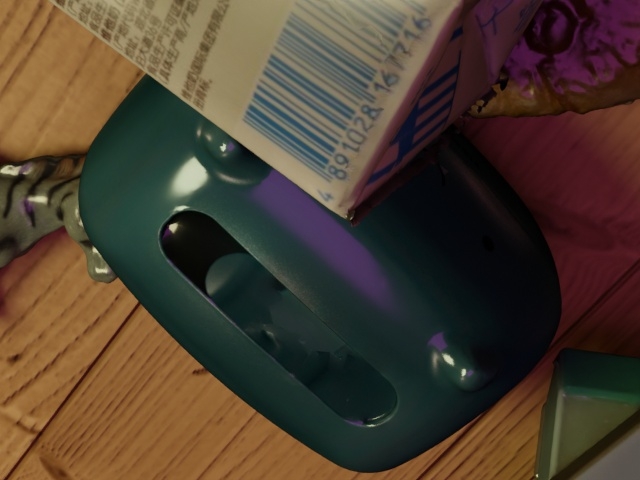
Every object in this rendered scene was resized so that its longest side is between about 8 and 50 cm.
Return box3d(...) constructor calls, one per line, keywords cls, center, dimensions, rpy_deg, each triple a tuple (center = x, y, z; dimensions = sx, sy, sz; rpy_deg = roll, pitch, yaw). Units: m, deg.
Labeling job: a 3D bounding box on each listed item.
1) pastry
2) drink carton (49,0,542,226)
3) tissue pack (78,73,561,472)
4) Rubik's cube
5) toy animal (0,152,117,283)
box3d(cls="pastry", center=(0.123, -0.162, 0.662), dimensions=(0.192, 0.093, 0.182), rpy_deg=(-1, 114, 19))
box3d(cls="drink carton", center=(-0.045, -0.179, 0.556), dimensions=(0.324, 0.194, 0.132), rpy_deg=(36, 127, 9))
box3d(cls="tissue pack", center=(0.000, 0.000, 0.700), dimensions=(0.198, 0.206, 0.287), rpy_deg=(-40, 101, 25))
box3d(cls="Rubik's cube", center=(0.211, 0.188, 0.743), dimensions=(0.213, 0.265, 0.224), rpy_deg=(7, 89, 5))
box3d(cls="toy animal", center=(-0.256, -0.003, 0.815), dimensions=(0.255, 0.090, 0.170), rpy_deg=(12, 112, 2))
